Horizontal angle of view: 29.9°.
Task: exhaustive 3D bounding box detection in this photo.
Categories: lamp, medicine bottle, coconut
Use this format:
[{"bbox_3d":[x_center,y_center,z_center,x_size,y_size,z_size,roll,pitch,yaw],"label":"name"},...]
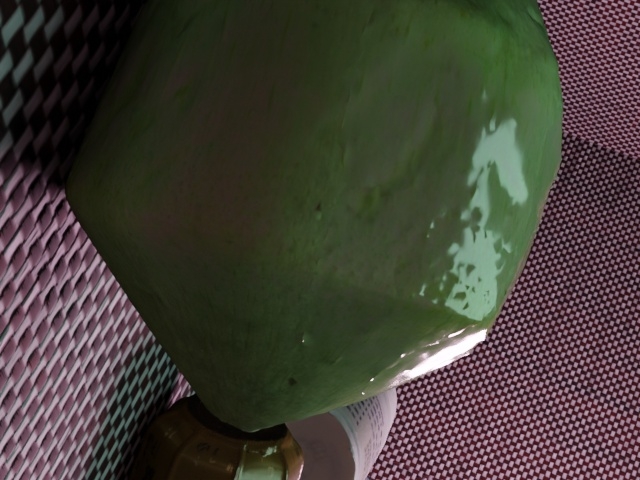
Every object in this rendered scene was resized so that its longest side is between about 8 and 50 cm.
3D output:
[{"bbox_3d":[-0.108,0.250,1.151,0.161,0.161,0.185,-36,144,-73],"label":"lamp"},{"bbox_3d":[-0.017,0.236,1.503,0.332,0.190,0.189,-27,138,-76],"label":"medicine bottle"},{"bbox_3d":[-0.003,-0.040,0.735,0.328,0.281,0.328,-39,-140,43],"label":"coconut"}]

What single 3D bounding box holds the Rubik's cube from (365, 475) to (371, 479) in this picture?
[{"bbox_3d":[-0.069,0.316,1.851,0.178,0.211,0.190,-23,105,-48],"label":"Rubik's cube"}]
